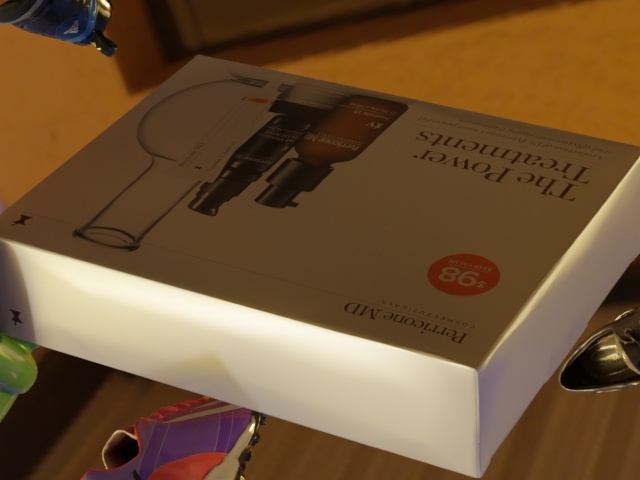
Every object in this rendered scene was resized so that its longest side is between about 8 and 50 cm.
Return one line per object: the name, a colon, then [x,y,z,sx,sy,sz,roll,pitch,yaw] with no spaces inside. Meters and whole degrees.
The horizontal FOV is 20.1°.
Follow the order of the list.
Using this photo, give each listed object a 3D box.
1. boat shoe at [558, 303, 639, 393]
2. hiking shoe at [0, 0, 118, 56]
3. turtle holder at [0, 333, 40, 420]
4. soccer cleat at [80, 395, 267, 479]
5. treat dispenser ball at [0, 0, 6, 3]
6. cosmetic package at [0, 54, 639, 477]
boat shoe: [0.399,0.127,2.209,0.092,0.103,0.285,-29,178,-39]
hiking shoe: [-0.268,-0.290,1.588,0.113,0.132,0.304,-31,-124,23]
turtle holder: [-0.347,0.072,1.266,0.227,0.243,0.320,-52,168,-5]
soccer cleat: [-0.119,0.176,1.510,0.116,0.109,0.318,27,-164,-1]
treat dispenser ball: [-0.278,-0.286,1.199,0.288,0.288,0.288,-16,-158,7]
cosmetic package: [0.000,0.000,1.256,0.377,0.097,0.284,14,-141,26]
